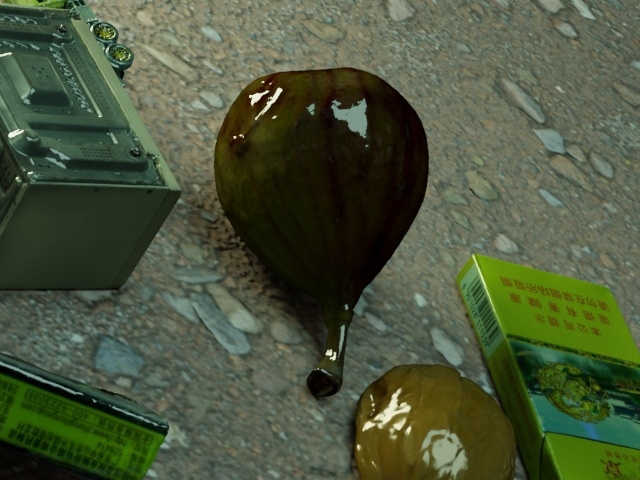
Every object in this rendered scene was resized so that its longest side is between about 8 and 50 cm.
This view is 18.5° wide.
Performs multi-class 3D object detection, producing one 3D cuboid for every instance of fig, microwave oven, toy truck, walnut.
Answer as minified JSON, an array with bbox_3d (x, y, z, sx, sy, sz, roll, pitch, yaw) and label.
[{"bbox_3d":[0.000,0.000,1.875,0.217,0.217,0.320,13,66,-29],"label":"fig"},{"bbox_3d":[-0.266,-0.089,1.750,0.194,0.145,0.240,4,44,-42],"label":"microwave oven"},{"bbox_3d":[-0.262,-0.195,1.953,0.100,0.077,0.169,-17,60,-34],"label":"toy truck"},{"bbox_3d":[0.118,0.182,1.785,0.167,0.087,0.211,30,33,-13],"label":"walnut"}]

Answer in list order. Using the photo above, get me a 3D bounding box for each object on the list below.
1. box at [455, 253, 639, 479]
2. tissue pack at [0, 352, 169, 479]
[{"bbox_3d":[0.262,0.160,1.978,0.187,0.047,0.335,14,38,-29],"label":"box"},{"bbox_3d":[-0.248,0.116,1.488,0.236,0.073,0.173,24,-7,-16],"label":"tissue pack"}]
